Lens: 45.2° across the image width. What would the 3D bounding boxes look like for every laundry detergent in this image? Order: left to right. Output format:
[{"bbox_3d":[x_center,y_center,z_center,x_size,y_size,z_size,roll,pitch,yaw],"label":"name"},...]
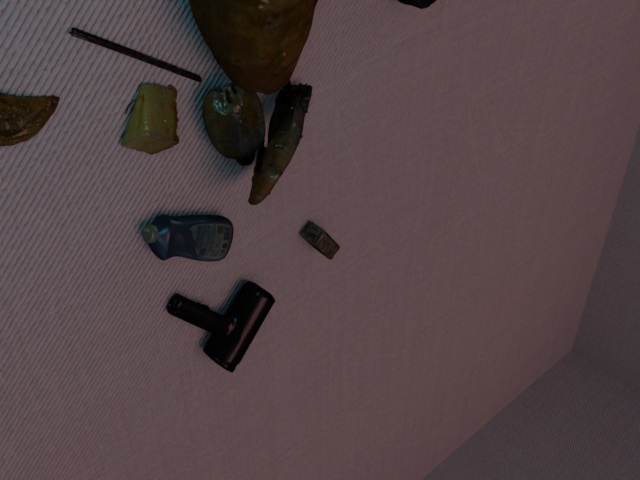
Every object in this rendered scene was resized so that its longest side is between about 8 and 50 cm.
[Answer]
[{"bbox_3d":[-0.264,-0.007,1.505,0.206,0.061,0.097,4,117,-50],"label":"laundry detergent"}]

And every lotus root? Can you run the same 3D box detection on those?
[{"bbox_3d":[-0.156,-0.213,1.433,0.113,0.088,0.192,-24,141,-11],"label":"lotus root"}]

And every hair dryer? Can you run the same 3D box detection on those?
[{"bbox_3d":[-0.230,0.169,1.678,0.251,0.089,0.197,29,95,-48],"label":"hair dryer"}]

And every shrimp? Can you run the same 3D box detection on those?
[{"bbox_3d":[-0.085,-0.180,1.504,0.075,0.290,0.178,20,145,-18],"label":"shrimp"}]

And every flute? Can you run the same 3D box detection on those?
[{"bbox_3d":[-0.297,-0.303,1.270,0.269,0.014,0.014,10,110,-52],"label":"flute"}]

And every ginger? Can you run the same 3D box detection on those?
[{"bbox_3d":[-0.115,-0.383,1.255,0.223,0.200,0.270,4,114,-53],"label":"ginger"}]

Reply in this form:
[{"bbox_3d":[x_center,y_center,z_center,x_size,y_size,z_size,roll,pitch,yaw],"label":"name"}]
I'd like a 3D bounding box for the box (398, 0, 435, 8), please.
[{"bbox_3d":[0.210,-0.673,1.496,0.359,0.091,0.350,-58,145,0],"label":"box"}]

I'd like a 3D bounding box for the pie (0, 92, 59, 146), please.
[{"bbox_3d":[-0.472,-0.185,1.145,0.169,0.034,0.092,1,115,-56],"label":"pie"}]

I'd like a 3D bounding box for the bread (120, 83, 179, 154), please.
[{"bbox_3d":[-0.300,-0.215,1.335,0.084,0.080,0.109,5,79,-51],"label":"bread"}]

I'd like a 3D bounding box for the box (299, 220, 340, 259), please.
[{"bbox_3d":[0.000,0.000,1.817,0.045,0.062,0.098,-52,143,-3],"label":"box"}]
